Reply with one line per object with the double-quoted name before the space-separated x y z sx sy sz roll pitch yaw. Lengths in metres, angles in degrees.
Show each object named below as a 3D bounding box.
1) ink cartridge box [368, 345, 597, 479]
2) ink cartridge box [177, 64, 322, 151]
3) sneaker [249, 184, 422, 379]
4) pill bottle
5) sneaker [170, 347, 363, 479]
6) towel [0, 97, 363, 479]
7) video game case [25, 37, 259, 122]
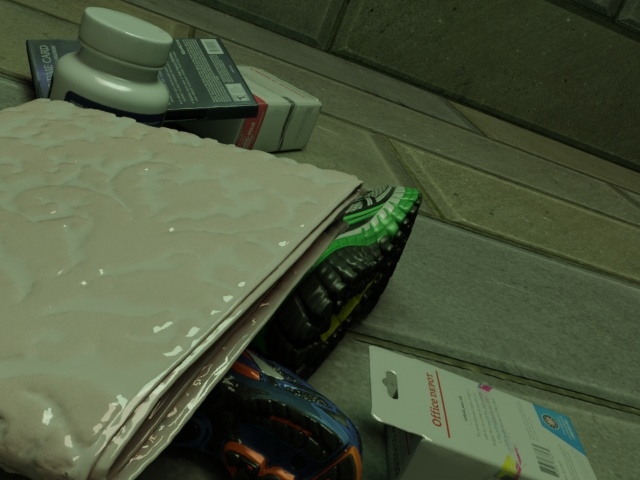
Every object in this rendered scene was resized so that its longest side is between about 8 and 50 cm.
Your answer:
"ink cartridge box" 0.109 0.157 0.540 0.181 0.061 0.104 22 21 -6
"ink cartridge box" -0.122 -0.212 1.123 0.158 0.092 0.218 32 25 21
"sneaker" 0.000 0.000 0.698 0.146 0.134 0.343 28 23 14
"pill bottle" -0.212 -0.123 0.696 0.112 0.187 0.112 20 22 -9
"sneaker" -0.065 0.107 0.484 0.221 0.083 0.087 33 7 16
"towel" -0.178 -0.002 0.475 0.332 0.053 0.317 16 32 20
"video game case" -0.243 -0.220 0.960 0.274 0.026 0.196 -8 44 -22
